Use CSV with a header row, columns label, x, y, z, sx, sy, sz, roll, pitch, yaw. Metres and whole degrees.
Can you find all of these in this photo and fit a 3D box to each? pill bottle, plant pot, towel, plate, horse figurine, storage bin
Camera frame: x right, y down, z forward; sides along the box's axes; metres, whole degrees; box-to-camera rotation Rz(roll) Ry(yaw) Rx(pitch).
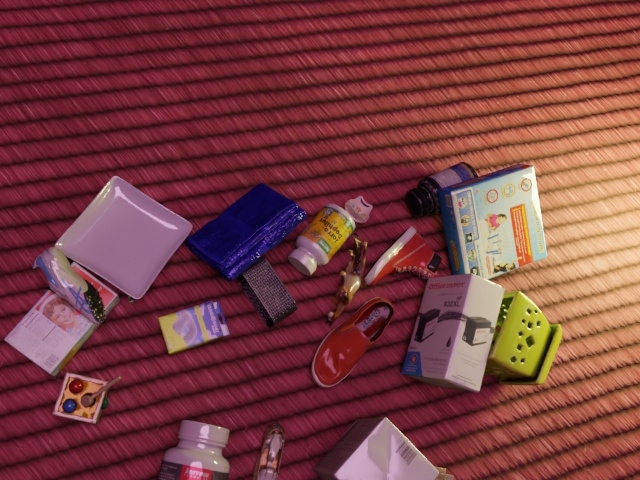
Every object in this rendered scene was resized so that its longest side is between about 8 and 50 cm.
label,x,y,z,sx,sy,sz,roll,pitch,yaw
pill bottle,-0.330,0.629,1.669,0.176,0.176,0.319,14,70,-9
plant pot,0.563,0.305,1.949,0.207,0.227,0.228,32,70,-10
towel,-0.217,-0.039,1.885,0.308,0.076,0.227,-40,51,-22
plate,-0.549,-0.006,1.859,0.278,0.045,0.277,32,63,-1
horse figurine,0.086,0.109,1.940,0.066,0.174,0.263,15,57,11
storage bin,-0.154,0.148,1.877,0.084,0.122,0.180,-32,83,-18
pill bottle,0.000,0.000,1.957,0.117,0.117,0.208,40,70,1
pill bottle,0.385,-0.156,2.086,0.219,0.123,0.123,-25,81,-17

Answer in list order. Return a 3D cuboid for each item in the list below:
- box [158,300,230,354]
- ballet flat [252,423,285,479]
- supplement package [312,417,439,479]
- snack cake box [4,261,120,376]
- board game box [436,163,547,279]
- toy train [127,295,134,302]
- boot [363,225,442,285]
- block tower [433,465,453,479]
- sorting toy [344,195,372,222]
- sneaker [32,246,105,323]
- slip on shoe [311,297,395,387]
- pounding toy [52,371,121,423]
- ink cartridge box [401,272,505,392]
label,x,y,z,sx,sy,sz,roll,pitch,yaw
box,-0.354,0.242,1.847,0.178,0.042,0.109,-17,79,-16
ballet flat,-0.140,0.601,1.781,0.073,0.067,0.206,10,73,-10
supplement package,0.137,0.608,1.738,0.199,0.263,0.198,46,70,2
snack cake box,-0.684,0.210,1.756,0.152,0.089,0.264,37,70,1
board game box,0.537,-0.051,2.046,0.301,0.086,0.308,-18,105,-17
toy train,-0.539,0.135,1.844,0.017,0.024,0.083,-17,78,-17
boot,0.260,0.093,2.009,0.244,0.088,0.176,-42,88,-23
block tower,0.287,0.793,1.811,0.091,0.097,0.336,16,70,-9
sorting toy,0.124,-0.101,2.056,0.083,0.045,0.075,44,63,2
sneaker,-0.649,0.127,1.706,0.086,0.085,0.237,-40,88,6
slip on shoe,0.097,0.288,1.907,0.123,0.101,0.331,46,72,1
pounding toy,-0.604,0.404,1.713,0.141,0.100,0.130,15,72,-8
ink cartridge box,0.379,0.262,1.893,0.129,0.223,0.308,24,74,-20
